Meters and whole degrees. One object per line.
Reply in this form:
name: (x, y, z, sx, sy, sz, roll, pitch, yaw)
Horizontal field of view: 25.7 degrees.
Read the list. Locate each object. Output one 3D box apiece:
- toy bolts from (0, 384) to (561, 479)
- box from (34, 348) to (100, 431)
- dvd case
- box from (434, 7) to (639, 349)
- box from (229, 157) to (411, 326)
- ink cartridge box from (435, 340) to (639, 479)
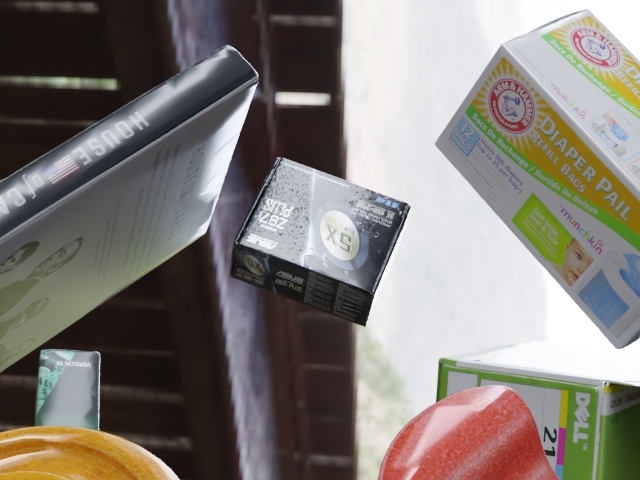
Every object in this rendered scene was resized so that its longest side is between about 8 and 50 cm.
toy bolts: (-0.007, 0.153, 0.426, 0.228, 0.218, 0.158, -28, 140, -34)
box: (-0.215, 0.284, 1.145, 0.232, 0.059, 0.322, 104, -16, -46)
dvd case: (-0.142, 0.012, 0.696, 0.239, 0.029, 0.179, -36, 168, -26)
box: (0.196, -0.046, 0.981, 0.103, 0.203, 0.114, -26, 158, -39)
box: (0.000, 0.000, 1.705, 0.077, 0.180, 0.147, 102, 11, -53)
ink cartridge box: (0.234, 0.139, 1.027, 0.189, 0.255, 0.097, -1, 96, -60)
